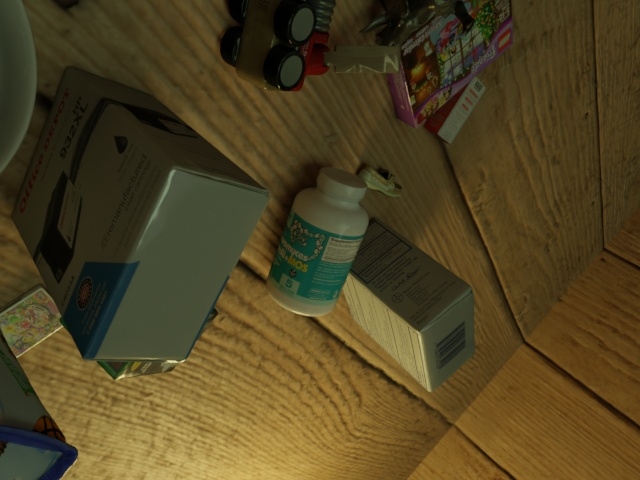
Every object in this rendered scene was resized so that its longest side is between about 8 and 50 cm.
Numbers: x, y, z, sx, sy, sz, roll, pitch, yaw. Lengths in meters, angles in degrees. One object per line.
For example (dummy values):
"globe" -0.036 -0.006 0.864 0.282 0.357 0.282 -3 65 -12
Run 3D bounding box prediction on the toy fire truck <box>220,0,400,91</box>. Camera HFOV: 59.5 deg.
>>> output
"toy fire truck" 0.009 -0.324 0.815 0.246 0.158 0.217 -18 132 -51

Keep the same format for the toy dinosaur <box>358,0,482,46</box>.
"toy dinosaur" 0.210 -0.441 0.918 0.313 0.160 0.121 -57 171 -14

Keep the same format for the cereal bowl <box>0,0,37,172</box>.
"cereal bowl" -0.428 -0.158 0.450 0.339 0.141 0.338 -1 91 -44

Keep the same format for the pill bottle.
"pill bottle" 0.000 0.000 1.055 0.146 0.146 0.264 -2 121 -44

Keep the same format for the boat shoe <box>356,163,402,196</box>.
"boat shoe" 0.131 -0.125 1.163 0.135 0.050 0.045 9 118 -49

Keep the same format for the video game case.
"video game case" -0.442 0.128 0.822 0.122 0.011 0.087 -36 140 -18

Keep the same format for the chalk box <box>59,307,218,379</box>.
"chalk box" -0.274 0.110 0.827 0.132 0.132 0.213 -50 164 0

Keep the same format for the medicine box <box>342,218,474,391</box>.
"medicine box" 0.183 0.141 1.236 0.149 0.289 0.263 -37 140 -15

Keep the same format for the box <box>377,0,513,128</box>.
"box" 0.248 -0.382 1.065 0.293 0.057 0.201 -42 142 -12

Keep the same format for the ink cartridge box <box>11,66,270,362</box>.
"ink cartridge box" -0.230 -0.040 0.658 0.129 0.307 0.223 13 111 -47

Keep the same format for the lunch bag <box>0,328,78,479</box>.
"lunch bag" -0.462 0.115 0.484 0.239 0.328 0.385 -52 141 -6

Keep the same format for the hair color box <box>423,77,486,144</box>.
"hair color box" 0.288 -0.284 1.198 0.072 0.043 0.141 20 106 -51
